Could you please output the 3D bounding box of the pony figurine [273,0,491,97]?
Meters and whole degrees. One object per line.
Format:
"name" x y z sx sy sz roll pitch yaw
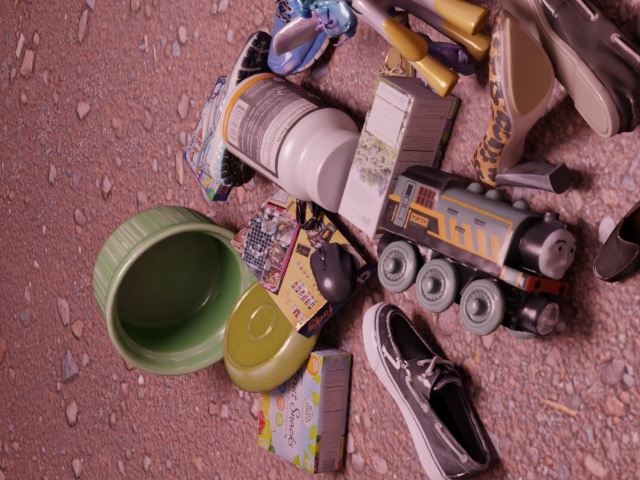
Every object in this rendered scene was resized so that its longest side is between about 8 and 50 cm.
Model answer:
"pony figurine" 0.071 -0.356 1.629 0.363 0.351 0.303 37 95 10

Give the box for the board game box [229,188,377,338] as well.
"board game box" -0.034 0.026 1.946 0.165 0.042 0.243 -45 52 8

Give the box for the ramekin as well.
"ramekin" -0.271 0.083 2.114 0.148 0.303 0.303 39 122 52

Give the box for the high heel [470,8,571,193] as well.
"high heel" 0.233 -0.186 1.552 0.186 0.093 0.261 18 131 59

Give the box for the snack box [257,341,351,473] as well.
"snack box" -0.030 0.278 1.996 0.174 0.070 0.207 15 105 51

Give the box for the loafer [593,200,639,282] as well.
"loafer" 0.392 -0.009 1.447 0.062 0.061 0.170 57 134 31

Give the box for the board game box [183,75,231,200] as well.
"board game box" -0.187 -0.194 2.190 0.136 0.035 0.201 55 131 34

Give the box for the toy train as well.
"toy train" 0.213 0.015 1.626 0.334 0.142 0.190 26 103 48

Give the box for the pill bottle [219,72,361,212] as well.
"pill bottle" -0.034 -0.161 1.898 0.278 0.162 0.162 36 120 43

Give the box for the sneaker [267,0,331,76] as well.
"sneaker" -0.047 -0.437 1.900 0.130 0.147 0.330 30 114 48

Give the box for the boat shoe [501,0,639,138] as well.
"boat shoe" 0.334 -0.269 1.498 0.112 0.095 0.335 78 167 -57

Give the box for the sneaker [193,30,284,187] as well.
"sneaker" -0.161 -0.243 2.050 0.122 0.110 0.283 18 90 41

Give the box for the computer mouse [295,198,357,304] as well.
"computer mouse" 0.000 0.000 1.883 0.071 0.041 0.242 -33 54 17

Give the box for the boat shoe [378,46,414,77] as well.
"boat shoe" 0.108 -0.234 1.802 0.056 0.048 0.153 28 114 47

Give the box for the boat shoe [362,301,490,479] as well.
"boat shoe" 0.163 0.217 1.719 0.102 0.108 0.301 -42 63 45

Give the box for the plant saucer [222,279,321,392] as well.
"plant saucer" -0.093 0.148 2.005 0.241 0.037 0.241 -28 45 32

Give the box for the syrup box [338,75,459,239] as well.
"syrup box" 0.117 -0.125 1.760 0.093 0.096 0.237 40 123 45
